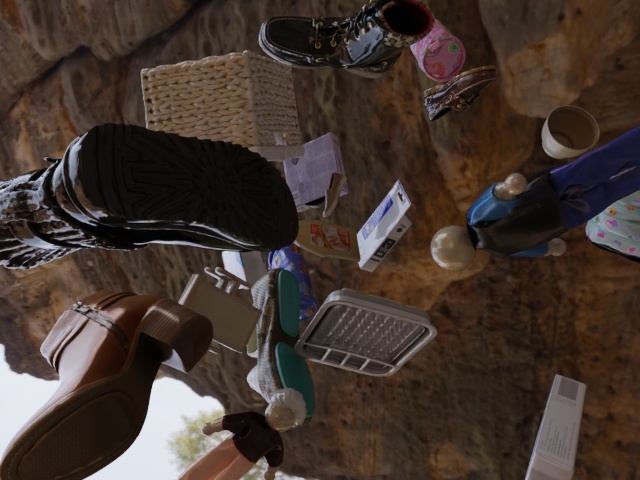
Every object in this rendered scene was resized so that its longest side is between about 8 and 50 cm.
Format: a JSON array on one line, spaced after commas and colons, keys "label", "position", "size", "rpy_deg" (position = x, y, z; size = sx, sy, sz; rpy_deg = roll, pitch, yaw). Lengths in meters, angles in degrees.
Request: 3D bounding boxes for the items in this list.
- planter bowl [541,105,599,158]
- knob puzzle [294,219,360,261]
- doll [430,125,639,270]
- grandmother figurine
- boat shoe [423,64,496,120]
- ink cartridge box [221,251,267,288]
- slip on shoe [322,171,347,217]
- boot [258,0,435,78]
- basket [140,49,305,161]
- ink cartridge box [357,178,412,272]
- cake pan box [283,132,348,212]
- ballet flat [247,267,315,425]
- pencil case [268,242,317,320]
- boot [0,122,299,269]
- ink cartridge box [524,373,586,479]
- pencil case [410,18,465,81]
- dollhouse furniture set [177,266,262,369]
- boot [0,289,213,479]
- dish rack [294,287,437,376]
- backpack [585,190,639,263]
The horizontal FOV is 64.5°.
[{"label": "planter bowl", "position": [0.766, -0.325, 1.595], "size": [0.109, 0.162, 0.162], "rpy_deg": [100, 177, -68]}, {"label": "knob puzzle", "position": [0.000, 0.000, 1.295], "size": [0.213, 0.213, 0.030], "rpy_deg": [-26, -42, -53]}, {"label": "doll", "position": [0.175, -0.024, 0.396], "size": [0.129, 0.189, 0.046], "rpy_deg": [40, -152, -48]}, {"label": "grandmother figurine", "position": [-0.162, 0.456, 1.104], "size": [0.342, 0.104, 0.208], "rpy_deg": [-44, -61, -1]}, {"label": "boat shoe", "position": [0.301, -0.313, 1.092], "size": [0.073, 0.207, 0.073], "rpy_deg": [-7, -90, -23]}, {"label": "ink cartridge box", "position": [-0.255, 0.086, 1.694], "size": [0.082, 0.190, 0.140], "rpy_deg": [-13, -92, -26]}, {"label": "slip on shoe", "position": [0.029, -0.125, 1.384], "size": [0.041, 0.051, 0.135], "rpy_deg": [29, -106, -14]}, {"label": "boot", "position": [0.037, -0.322, 0.773], "size": [0.236, 0.178, 0.085], "rpy_deg": [6, -92, -18]}, {"label": "basket", "position": [-0.255, -0.331, 1.370], "size": [0.328, 0.331, 0.267], "rpy_deg": [-31, -64, -69]}, {"label": "ink cartridge box", "position": [0.241, -0.052, 1.898], "size": [0.065, 0.333, 0.165], "rpy_deg": [18, -145, -25]}, {"label": "cake pan box", "position": [-0.023, -0.266, 2.033], "size": [0.070, 0.245, 0.267], "rpy_deg": [16, -122, -55]}, {"label": "ballet flat", "position": [-0.127, 0.296, 1.391], "size": [0.164, 0.182, 0.483], "rpy_deg": [38, -151, -41]}, {"label": "pencil case", "position": [-0.101, 0.133, 1.693], "size": [0.119, 0.133, 0.306], "rpy_deg": [49, -167, -38]}, {"label": "boot", "position": [-0.221, -0.037, 0.653], "size": [0.348, 0.260, 0.131], "rpy_deg": [13, -114, -51]}, {"label": "ink cartridge box", "position": [0.420, 0.432, 0.942], "size": [0.296, 0.066, 0.261], "rpy_deg": [-22, -57, -57]}, {"label": "pencil case", "position": [0.319, -0.539, 1.419], "size": [0.124, 0.124, 0.284], "rpy_deg": [55, -161, -29]}, {"label": "dollhouse furniture set", "position": [-0.264, 0.156, 1.126], "size": [0.161, 0.242, 0.212], "rpy_deg": [33, -109, -26]}, {"label": "boot", "position": [-0.301, 0.158, 0.636], "size": [0.283, 0.220, 0.109], "rpy_deg": [-49, -44, -39]}, {"label": "dish rack", "position": [0.105, 0.229, 1.273], "size": [0.285, 0.333, 0.072], "rpy_deg": [17, -128, -9]}, {"label": "backpack", "position": [0.529, -0.025, 0.812], "size": [0.152, 0.181, 0.115], "rpy_deg": [-36, -41, -55]}]
